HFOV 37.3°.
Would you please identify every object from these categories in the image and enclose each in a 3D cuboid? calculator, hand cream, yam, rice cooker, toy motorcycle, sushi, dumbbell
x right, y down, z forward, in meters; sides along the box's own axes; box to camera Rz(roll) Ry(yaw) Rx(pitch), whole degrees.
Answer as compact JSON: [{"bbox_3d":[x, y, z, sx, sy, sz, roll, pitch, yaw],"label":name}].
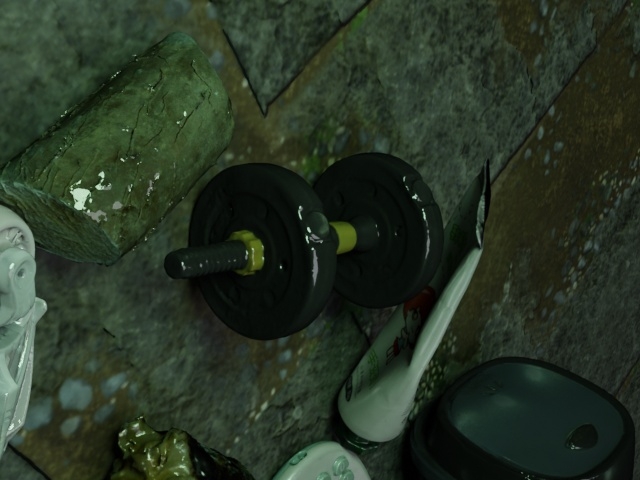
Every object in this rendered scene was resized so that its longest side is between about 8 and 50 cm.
[{"bbox_3d":[0.000,0.349,1.039,0.184,0.042,0.295,-34,127,-37],"label":"calculator"},{"bbox_3d":[0.093,0.084,0.926,0.121,0.076,0.336,-80,-169,-55],"label":"hand cream"},{"bbox_3d":[-0.133,-0.061,0.656,0.183,0.107,0.107,-50,137,-29],"label":"yam"},{"bbox_3d":[0.237,0.286,1.135,0.267,0.267,0.224,-28,132,-41],"label":"rice cooker"},{"bbox_3d":[-0.231,0.096,0.622,0.112,0.112,0.254,-1,109,-50],"label":"toy motorcycle"},{"bbox_3d":[-0.136,0.263,0.755,0.212,0.147,0.115,-56,144,-7],"label":"sushi"},{"bbox_3d":[0.000,0.000,0.807,0.325,0.143,0.143,-10,113,-47],"label":"dumbbell"}]
